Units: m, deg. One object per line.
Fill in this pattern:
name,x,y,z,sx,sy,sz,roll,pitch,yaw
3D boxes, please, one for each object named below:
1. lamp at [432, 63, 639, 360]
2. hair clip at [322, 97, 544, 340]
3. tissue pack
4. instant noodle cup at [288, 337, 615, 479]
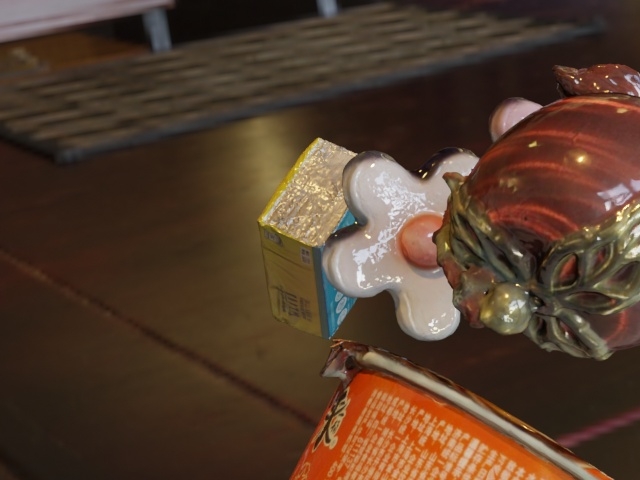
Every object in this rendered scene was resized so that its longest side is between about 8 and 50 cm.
lamp,0.180,-0.024,1.010,0.215,0.223,0.151,20,-16,27
hair clip,0.125,-0.021,1.227,0.257,0.146,0.075,-22,-14,5
tissue pack,0.000,0.000,1.651,0.082,0.169,0.120,24,61,18
instant noodle cup,0.045,0.162,0.589,0.174,0.213,0.213,-54,31,-10
